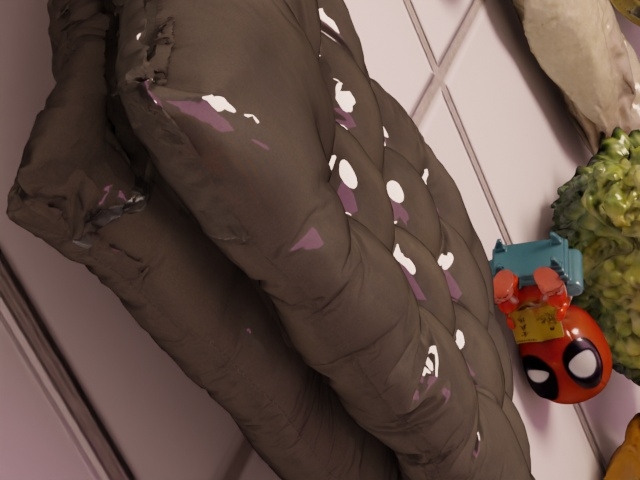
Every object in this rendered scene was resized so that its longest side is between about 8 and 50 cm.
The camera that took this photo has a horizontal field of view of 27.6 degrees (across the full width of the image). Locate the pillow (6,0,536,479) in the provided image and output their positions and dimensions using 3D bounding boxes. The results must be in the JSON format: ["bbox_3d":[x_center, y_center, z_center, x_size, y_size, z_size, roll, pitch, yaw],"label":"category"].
[{"bbox_3d":[0.000,0.000,0.520,0.326,0.101,0.228,53,20,-38],"label":"pillow"}]

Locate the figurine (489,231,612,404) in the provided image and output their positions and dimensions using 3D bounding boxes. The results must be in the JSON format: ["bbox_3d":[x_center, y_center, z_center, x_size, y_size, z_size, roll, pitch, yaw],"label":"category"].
[{"bbox_3d":[0.158,0.058,0.898,0.075,0.068,0.140,-82,152,-46],"label":"figurine"}]

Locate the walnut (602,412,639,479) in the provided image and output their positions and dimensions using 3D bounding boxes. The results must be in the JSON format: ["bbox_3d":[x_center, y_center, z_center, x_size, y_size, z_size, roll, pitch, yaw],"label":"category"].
[{"bbox_3d":[0.289,0.188,1.000,0.180,0.144,0.144,-31,104,-75],"label":"walnut"}]

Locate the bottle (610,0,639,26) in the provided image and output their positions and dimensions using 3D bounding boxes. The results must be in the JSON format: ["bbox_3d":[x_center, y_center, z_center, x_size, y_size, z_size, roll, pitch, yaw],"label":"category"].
[{"bbox_3d":[0.447,-0.389,1.608,0.171,0.171,0.351,65,27,-19],"label":"bottle"}]

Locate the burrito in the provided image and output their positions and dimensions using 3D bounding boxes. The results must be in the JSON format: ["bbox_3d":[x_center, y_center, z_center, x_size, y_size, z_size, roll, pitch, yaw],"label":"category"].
[{"bbox_3d":[0.210,-0.184,1.126,0.392,0.076,0.117,49,42,-39],"label":"burrito"}]

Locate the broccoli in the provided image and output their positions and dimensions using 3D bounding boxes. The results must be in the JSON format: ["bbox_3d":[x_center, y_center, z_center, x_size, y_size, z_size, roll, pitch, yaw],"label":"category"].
[{"bbox_3d":[0.311,-0.007,1.032,0.263,0.243,0.247,49,48,-33],"label":"broccoli"}]
